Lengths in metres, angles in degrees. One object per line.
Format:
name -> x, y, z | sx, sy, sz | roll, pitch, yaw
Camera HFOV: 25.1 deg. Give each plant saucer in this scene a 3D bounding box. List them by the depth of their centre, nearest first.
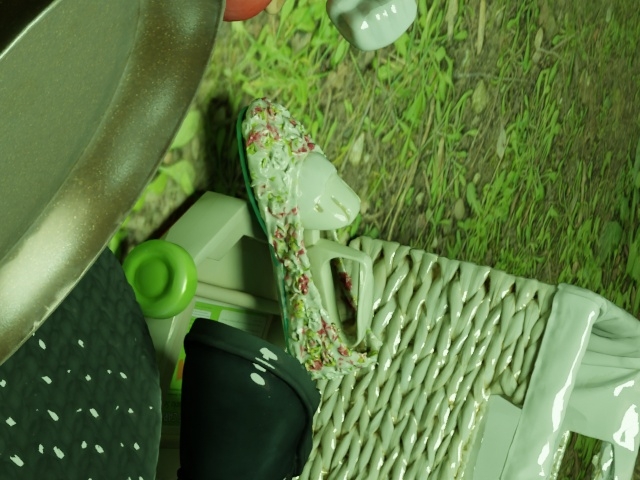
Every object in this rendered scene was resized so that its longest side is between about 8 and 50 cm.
plant saucer -> -0.157, -0.034, 0.726 | 0.310, 0.050, 0.310 | -53, 173, -10

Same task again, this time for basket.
basket -> 0.150, 0.197, 1.427 | 0.331, 0.266, 0.328 | 29, 78, -64

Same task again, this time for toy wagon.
toy wagon -> -0.099, 0.138, 1.128 | 0.267, 0.068, 0.344 | 21, 86, -64

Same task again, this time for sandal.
sandal -> -0.186, 0.198, 0.871 | 0.167, 0.107, 0.446 | 22, 59, -50

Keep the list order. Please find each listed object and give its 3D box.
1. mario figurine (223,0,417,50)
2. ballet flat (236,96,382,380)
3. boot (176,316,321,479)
mario figurine -> 0.009, -0.252, 0.987 | 0.320, 0.198, 0.170 | -45, 155, -52
ballet flat -> 0.000, 0.000, 1.107 | 0.091, 0.077, 0.241 | -53, 137, -53
boot -> -0.080, 0.190, 0.987 | 0.246, 0.094, 0.207 | 84, 29, -62
